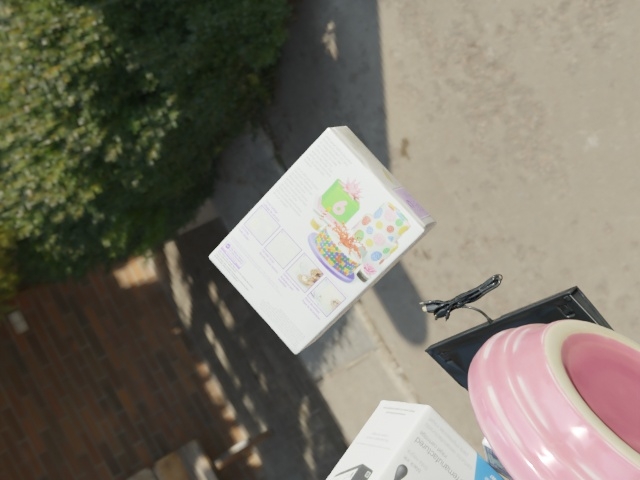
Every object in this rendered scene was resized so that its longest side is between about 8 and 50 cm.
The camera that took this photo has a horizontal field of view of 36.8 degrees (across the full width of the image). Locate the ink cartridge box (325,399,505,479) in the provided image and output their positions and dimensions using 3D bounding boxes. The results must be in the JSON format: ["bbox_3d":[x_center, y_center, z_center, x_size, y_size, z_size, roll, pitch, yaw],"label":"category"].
[{"bbox_3d":[0.104,0.410,1.324,0.223,0.307,0.129,46,156,-17],"label":"ink cartridge box"}]

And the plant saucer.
[{"bbox_3d":[0.311,0.194,0.980,0.332,0.332,0.084,47,120,27],"label":"plant saucer"}]

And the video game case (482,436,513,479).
[{"bbox_3d":[0.299,0.323,1.262,0.183,0.023,0.201,29,167,21],"label":"video game case"}]

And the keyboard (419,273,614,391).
[{"bbox_3d":[0.281,0.134,1.487,0.201,0.033,0.317,45,138,-13],"label":"keyboard"}]

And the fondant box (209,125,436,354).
[{"bbox_3d":[0.000,0.000,1.667,0.238,0.096,0.330,48,112,8],"label":"fondant box"}]
